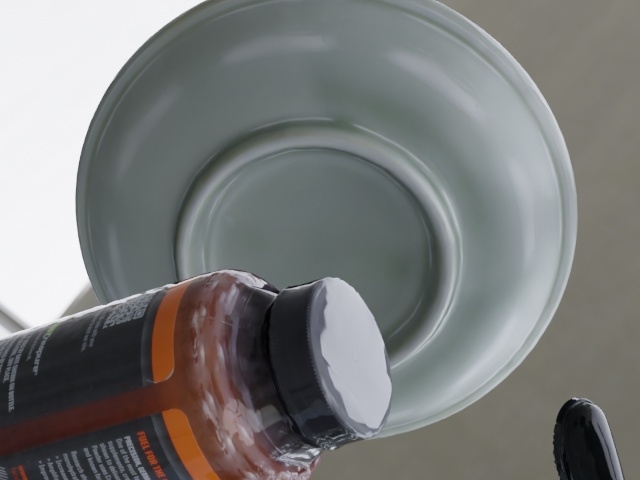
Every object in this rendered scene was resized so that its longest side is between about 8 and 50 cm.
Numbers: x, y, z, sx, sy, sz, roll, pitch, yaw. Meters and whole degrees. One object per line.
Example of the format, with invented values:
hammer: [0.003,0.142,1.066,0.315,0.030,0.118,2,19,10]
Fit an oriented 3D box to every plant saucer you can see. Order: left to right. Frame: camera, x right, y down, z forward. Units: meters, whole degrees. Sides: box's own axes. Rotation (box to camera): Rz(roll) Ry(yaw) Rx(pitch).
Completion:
plant saucer: [0.000,0.000,1.337,0.400,0.400,0.100,-38,-164,19]

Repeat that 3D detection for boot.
boot: [0.209,0.172,1.176,0.045,0.121,0.099,-14,-166,-35]

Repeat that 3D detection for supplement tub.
supplement tub: [-0.070,0.075,0.756,0.197,0.106,0.106,-17,-141,26]
